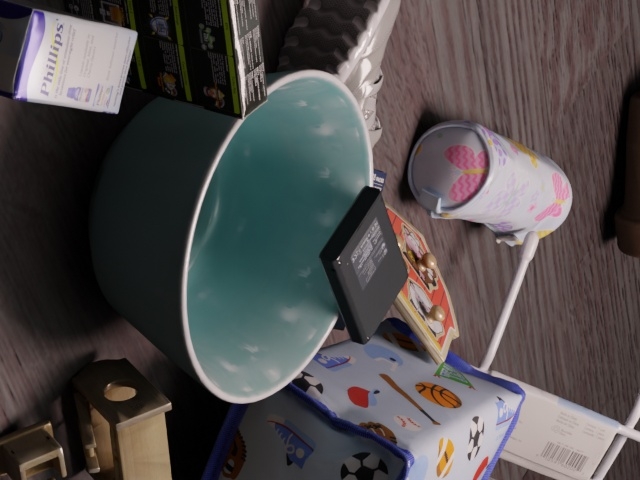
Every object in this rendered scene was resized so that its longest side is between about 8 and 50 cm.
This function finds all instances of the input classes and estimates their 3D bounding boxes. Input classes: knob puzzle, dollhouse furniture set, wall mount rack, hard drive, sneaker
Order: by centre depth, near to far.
[{"bbox_3d":[-0.225,0.228,1.757,0.161,0.101,0.182,-20,125,-26],"label":"dollhouse furniture set"},{"bbox_3d":[0.044,0.026,1.821,0.094,0.022,0.135,-57,147,-28],"label":"hard drive"},{"bbox_3d":[0.016,-0.144,1.925,0.115,0.105,0.281,17,101,-43],"label":"sneaker"},{"bbox_3d":[0.102,0.025,2.053,0.213,0.030,0.213,48,22,-27],"label":"knob puzzle"},{"bbox_3d":[0.298,0.173,2.373,0.130,0.350,0.304,-72,-176,-55],"label":"wall mount rack"}]

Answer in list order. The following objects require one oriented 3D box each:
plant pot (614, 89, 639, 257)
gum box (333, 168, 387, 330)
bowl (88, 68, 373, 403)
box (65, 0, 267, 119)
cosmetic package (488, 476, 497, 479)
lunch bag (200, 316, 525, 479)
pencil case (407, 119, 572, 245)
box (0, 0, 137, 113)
[{"bbox_3d":[0.546,-0.117,2.766,0.263,0.263,0.229,-30,110,-51],"label":"plant pot"},{"bbox_3d":[0.000,0.000,2.045,0.157,0.041,0.184,12,94,-62],"label":"gum box"},{"bbox_3d":[-0.099,-0.019,1.741,0.311,0.163,0.311,-34,131,-50],"label":"bowl"},{"bbox_3d":[-0.136,-0.209,1.561,0.045,0.184,0.191,-44,138,-43],"label":"box"},{"bbox_3d":[0.140,0.405,2.173,0.097,0.377,0.284,17,88,-24],"label":"cosmetic package"},{"bbox_3d":[0.002,0.301,1.991,0.328,0.239,0.385,-15,130,-59],"label":"lunch bag"},{"bbox_3d":[0.208,-0.068,2.300,0.124,0.113,0.273,-49,154,12],"label":"pencil case"},{"bbox_3d":[-0.237,-0.152,1.475,0.137,0.126,0.072,4,102,-60],"label":"box"}]
